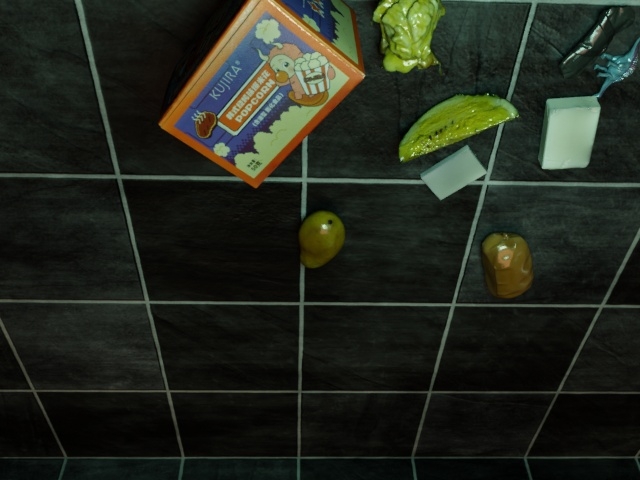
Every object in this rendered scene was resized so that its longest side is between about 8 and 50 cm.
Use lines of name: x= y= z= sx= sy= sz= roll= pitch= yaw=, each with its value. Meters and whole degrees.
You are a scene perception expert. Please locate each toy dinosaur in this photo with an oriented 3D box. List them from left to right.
toy dinosaur: x=0.694 y=-0.408 z=1.439 sx=0.080 sy=0.045 sz=0.197 roll=9 pitch=140 yaw=-18

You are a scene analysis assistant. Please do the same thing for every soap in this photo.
soap: x=0.623 y=-0.267 z=1.544 sx=0.121 sy=0.064 sz=0.183 roll=-1 pitch=133 yaw=8

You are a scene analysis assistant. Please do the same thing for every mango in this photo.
mango: x=0.000 y=0.000 z=1.758 sx=0.136 sy=0.099 sz=0.228 roll=4 pitch=140 yaw=-11

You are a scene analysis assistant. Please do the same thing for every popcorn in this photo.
popcorn: x=0.189 y=-0.442 z=1.308 sx=0.173 sy=0.168 sz=0.195 roll=3 pitch=132 yaw=0

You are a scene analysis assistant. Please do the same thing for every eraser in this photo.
eraser: x=0.358 y=-0.180 z=1.650 sx=0.150 sy=0.023 sz=0.104 roll=-31 pitch=126 yaw=25

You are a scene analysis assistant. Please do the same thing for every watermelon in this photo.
watermelon: x=0.332 y=-0.272 z=1.494 sx=0.301 sy=0.129 sz=0.123 roll=-19 pitch=128 yaw=22

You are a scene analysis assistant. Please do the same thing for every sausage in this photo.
sausage: x=0.551 y=0.072 z=1.819 sx=0.136 sy=0.120 sz=0.241 roll=-26 pitch=129 yaw=2

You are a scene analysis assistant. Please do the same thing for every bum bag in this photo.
bum bag: x=0.619 y=-0.451 z=1.397 sx=0.087 sy=0.049 sz=0.198 roll=5 pitch=137 yaw=-39

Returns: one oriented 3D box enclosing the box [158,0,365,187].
box: x=-0.122 y=-0.366 z=1.270 sx=0.256 sy=0.319 sz=0.348 roll=33 pitch=125 yaw=-25
